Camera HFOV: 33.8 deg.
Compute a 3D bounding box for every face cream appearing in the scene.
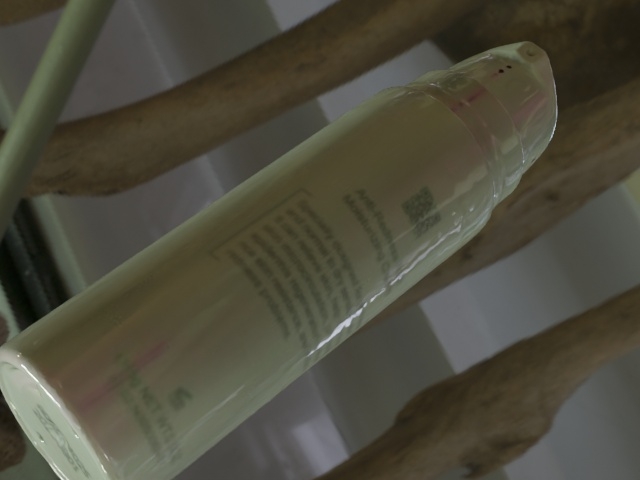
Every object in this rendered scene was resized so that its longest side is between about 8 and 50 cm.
[{"bbox_3d":[0.000,0.000,0.557,0.345,0.102,0.102,-35,-94,-30],"label":"face cream"}]
